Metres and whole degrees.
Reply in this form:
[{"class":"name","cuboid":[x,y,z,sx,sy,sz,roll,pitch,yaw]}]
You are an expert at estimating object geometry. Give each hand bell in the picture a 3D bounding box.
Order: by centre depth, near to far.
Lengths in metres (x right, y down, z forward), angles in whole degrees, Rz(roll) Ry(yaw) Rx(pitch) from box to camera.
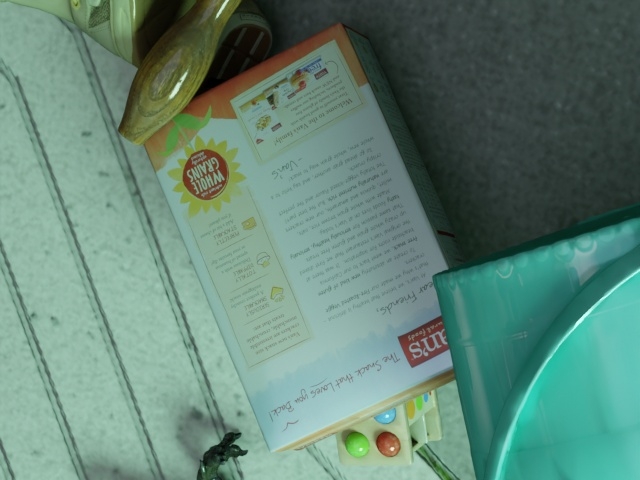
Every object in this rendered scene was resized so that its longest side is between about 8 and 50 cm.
[{"class":"hand bell","cuboid":[-0.056,-0.162,1.233,0.126,0.126,0.242,38,104,13]}]

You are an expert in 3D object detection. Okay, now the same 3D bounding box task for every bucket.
[{"class":"bucket","cuboid":[0.203,0.068,1.120,0.281,0.281,0.183,-19,90,29]}]

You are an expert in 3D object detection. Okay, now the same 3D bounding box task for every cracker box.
[{"class":"cracker box","cuboid":[0.000,0.000,1.268,0.155,0.067,0.232,-26,78,15]}]

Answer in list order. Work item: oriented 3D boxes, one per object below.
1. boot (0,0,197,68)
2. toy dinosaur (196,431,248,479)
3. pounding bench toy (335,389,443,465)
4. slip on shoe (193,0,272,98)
[{"class":"boot","cuboid":[-0.167,-0.257,1.285,0.203,0.095,0.262,23,127,32]},{"class":"toy dinosaur","cuboid":[-0.056,0.211,1.396,0.268,0.064,0.118,28,120,21]},{"class":"pounding bench toy","cuboid":[0.029,0.118,1.325,0.083,0.065,0.052,-4,101,27]},{"class":"slip on shoe","cuboid":[-0.078,-0.108,1.336,0.135,0.051,0.041,-58,35,34]}]
